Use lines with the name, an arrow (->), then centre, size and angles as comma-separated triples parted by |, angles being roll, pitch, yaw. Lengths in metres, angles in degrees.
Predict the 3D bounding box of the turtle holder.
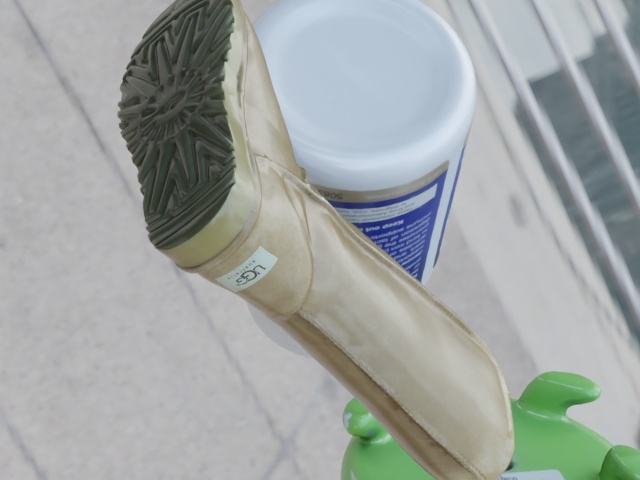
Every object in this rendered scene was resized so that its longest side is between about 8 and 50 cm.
turtle holder -> 0.112, 0.236, 1.303 | 0.243, 0.320, 0.227 | -17, 119, -38

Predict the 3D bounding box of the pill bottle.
pill bottle -> 0.013, -0.034, 1.096 | 0.265, 0.153, 0.153 | 97, -9, -58

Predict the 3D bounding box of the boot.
boot -> 0.000, 0.000, 0.974 | 0.269, 0.089, 0.236 | 40, 30, -37
